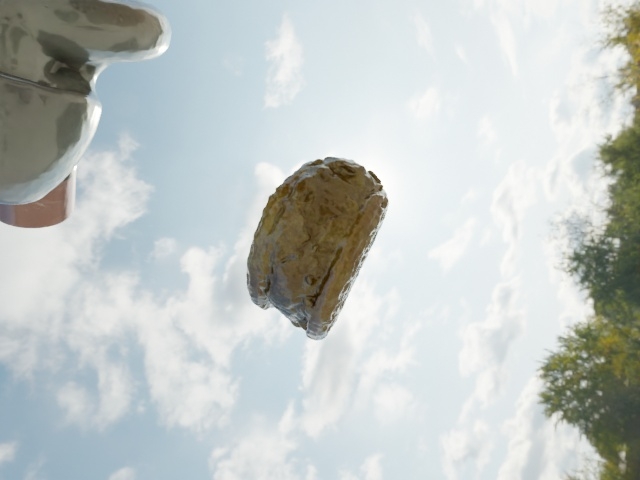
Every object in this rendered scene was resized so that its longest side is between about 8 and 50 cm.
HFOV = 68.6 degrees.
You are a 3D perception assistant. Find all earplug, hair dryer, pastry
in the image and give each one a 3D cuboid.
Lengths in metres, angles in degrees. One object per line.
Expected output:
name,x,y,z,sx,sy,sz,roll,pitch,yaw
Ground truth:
earplug,-0.294,-0.181,0.494,0.175,0.214,0.325,90,-164,-53
hair dryer,-0.553,-0.162,0.697,0.125,0.353,0.210,-93,20,-54
pastry,0.000,0.000,0.629,0.235,0.132,0.240,-58,-9,-47
